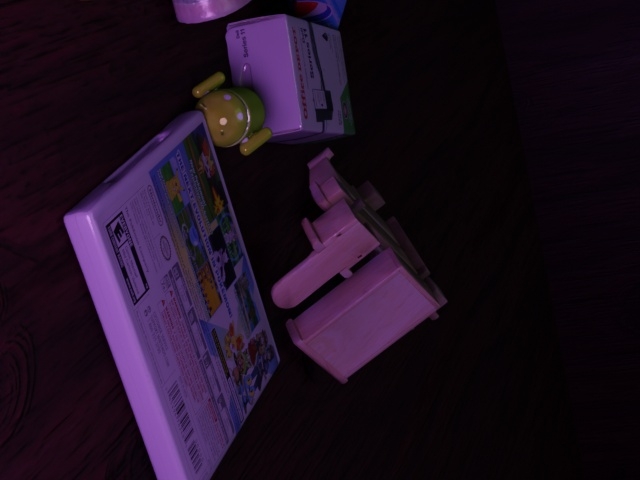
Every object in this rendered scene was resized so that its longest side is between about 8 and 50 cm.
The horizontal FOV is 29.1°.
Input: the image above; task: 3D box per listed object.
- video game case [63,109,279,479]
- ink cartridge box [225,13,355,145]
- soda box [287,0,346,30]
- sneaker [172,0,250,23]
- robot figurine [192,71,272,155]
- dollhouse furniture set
[{"bbox_3d":[-0.143,0.062,1.308,0.300,0.036,0.329,-57,134,-61],"label":"video game case"},{"bbox_3d":[-0.036,-0.207,1.618,0.208,0.087,0.153,-10,92,-69],"label":"ink cartridge box"},{"bbox_3d":[-0.002,-0.340,1.659,0.210,0.067,0.071,112,-22,-73],"label":"soda box"},{"bbox_3d":[-0.102,-0.366,1.470,0.302,0.108,0.121,-62,144,-55],"label":"sneaker"},{"bbox_3d":[-0.106,-0.144,1.433,0.101,0.067,0.115,52,20,3],"label":"robot figurine"},{"bbox_3d":[0.000,0.000,1.713,0.303,0.174,0.355,45,11,-40],"label":"dollhouse furniture set"}]
